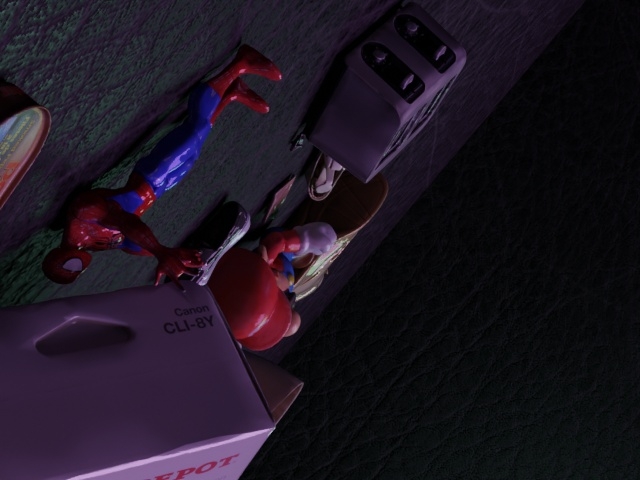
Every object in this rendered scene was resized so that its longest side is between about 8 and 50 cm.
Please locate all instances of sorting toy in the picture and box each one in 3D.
[{"bbox_3d":[-0.063,-0.050,1.934,0.062,0.012,0.083,-50,171,-44],"label":"sorting toy"}]

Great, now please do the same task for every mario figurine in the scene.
[{"bbox_3d":[-0.065,0.081,1.918,0.320,0.170,0.198,-52,140,-77],"label":"mario figurine"}]

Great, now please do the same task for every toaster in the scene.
[{"bbox_3d":[0.075,-0.178,1.748,0.168,0.110,0.185,-43,170,-39],"label":"toaster"}]

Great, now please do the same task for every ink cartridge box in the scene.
[{"bbox_3d":[-0.248,0.224,1.222,0.279,0.160,0.384,-9,147,-36],"label":"ink cartridge box"}]

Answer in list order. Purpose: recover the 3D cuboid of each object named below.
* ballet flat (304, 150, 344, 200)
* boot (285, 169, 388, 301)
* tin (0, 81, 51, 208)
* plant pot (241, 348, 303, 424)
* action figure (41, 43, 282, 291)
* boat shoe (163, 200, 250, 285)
[{"bbox_3d":[0.020,-0.108,1.943,0.168,0.057,0.052,119,-23,-59],"label":"ballet flat"},{"bbox_3d":[0.000,0.000,2.253,0.262,0.095,0.203,-48,172,-9],"label":"boot"},{"bbox_3d":[-0.241,-0.020,0.890,0.189,0.040,0.106,-52,169,14],"label":"tin"},{"bbox_3d":[-0.186,0.251,2.002,0.284,0.191,0.284,-50,174,-7],"label":"plant pot"},{"bbox_3d":[-0.114,-0.037,1.220,0.280,0.139,0.091,-44,169,-28],"label":"action figure"},{"bbox_3d":[-0.139,0.010,1.666,0.142,0.049,0.040,-50,154,-13],"label":"boat shoe"}]
